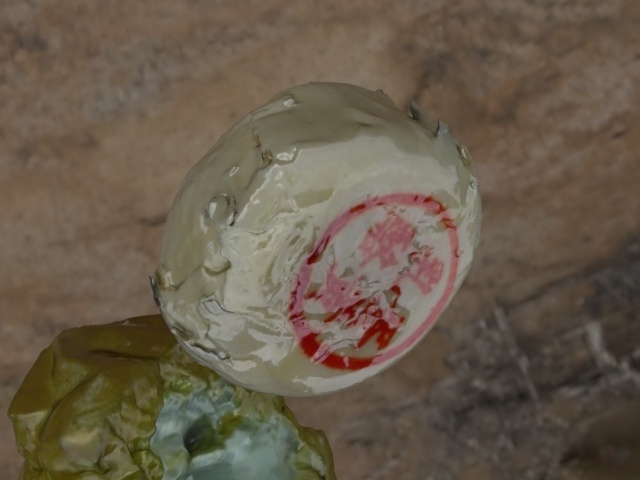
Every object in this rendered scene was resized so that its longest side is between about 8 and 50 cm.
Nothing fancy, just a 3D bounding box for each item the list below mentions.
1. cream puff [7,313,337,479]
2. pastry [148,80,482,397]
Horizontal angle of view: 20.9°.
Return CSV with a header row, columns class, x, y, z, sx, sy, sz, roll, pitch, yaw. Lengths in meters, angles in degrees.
class,x,y,z,sx,sy,sz,roll,pitch,yaw
cream puff,-0.151,0.204,1.539,0.323,0.270,0.274,3,151,-43
pastry,-0.002,0.002,1.308,0.265,0.133,0.265,-16,127,-23
